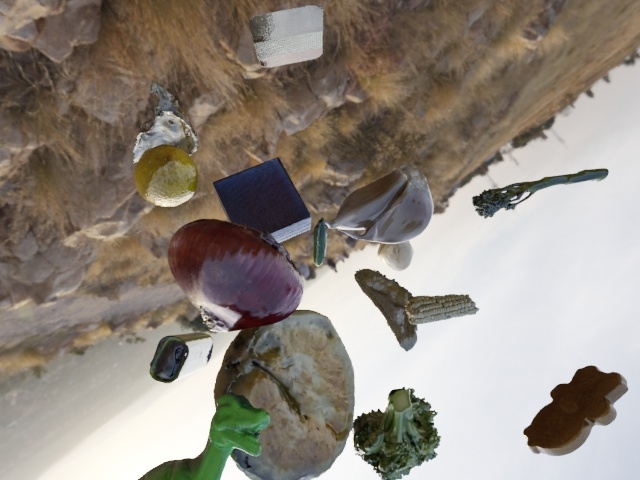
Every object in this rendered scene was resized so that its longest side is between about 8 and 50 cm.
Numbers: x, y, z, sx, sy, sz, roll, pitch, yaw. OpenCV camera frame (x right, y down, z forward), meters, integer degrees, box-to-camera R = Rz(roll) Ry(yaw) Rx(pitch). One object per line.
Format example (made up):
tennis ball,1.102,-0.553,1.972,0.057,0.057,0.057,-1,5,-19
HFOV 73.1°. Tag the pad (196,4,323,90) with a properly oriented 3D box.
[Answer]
pad,-0.146,-0.432,1.018,0.323,0.055,0.250,-30,179,-1

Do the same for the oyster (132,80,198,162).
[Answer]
oyster,-0.527,-0.375,1.508,0.204,0.111,0.396,12,148,-28

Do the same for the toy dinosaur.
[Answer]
toy dinosaur,-0.316,0.422,0.765,0.499,0.144,0.375,0,-114,43

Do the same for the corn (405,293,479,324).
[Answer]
corn,0.362,0.199,1.305,0.210,0.087,0.087,-9,175,0

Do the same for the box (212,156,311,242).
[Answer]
box,-0.209,-0.124,1.551,0.261,0.279,0.116,-24,160,-13

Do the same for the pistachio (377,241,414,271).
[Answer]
pistachio,0.304,0.051,1.746,0.145,0.117,0.201,-21,145,3

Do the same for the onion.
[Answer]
onion,-0.143,0.062,0.734,0.248,0.247,0.162,-43,-146,48

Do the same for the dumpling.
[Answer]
dumpling,0.253,0.235,1.556,0.165,0.332,0.086,-17,156,-33

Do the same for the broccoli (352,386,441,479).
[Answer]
broccoli,0.279,0.702,1.581,0.338,0.277,0.318,-39,136,-7

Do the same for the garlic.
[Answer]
garlic,0.195,-0.076,1.398,0.339,0.232,0.246,-31,177,2

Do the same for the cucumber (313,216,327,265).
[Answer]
cucumber,0.000,0.000,1.114,0.037,0.037,0.155,-35,141,-41

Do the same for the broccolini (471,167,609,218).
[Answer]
broccolini,0.593,-0.126,1.158,0.391,0.079,0.074,-10,137,-8

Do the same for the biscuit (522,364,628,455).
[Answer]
biscuit,0.507,0.346,0.865,0.225,0.036,0.166,-44,-178,-8

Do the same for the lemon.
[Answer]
lemon,-0.476,-0.198,1.333,0.188,0.188,0.256,-36,-171,-29

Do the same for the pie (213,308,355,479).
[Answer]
pie,-0.057,0.297,0.846,0.077,0.339,0.339,-29,-176,46

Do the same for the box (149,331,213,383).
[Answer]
box,-0.429,0.365,1.380,0.345,0.097,0.134,96,9,-79
